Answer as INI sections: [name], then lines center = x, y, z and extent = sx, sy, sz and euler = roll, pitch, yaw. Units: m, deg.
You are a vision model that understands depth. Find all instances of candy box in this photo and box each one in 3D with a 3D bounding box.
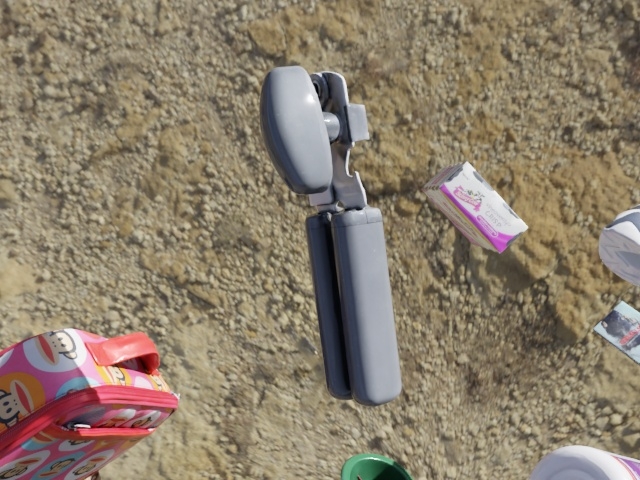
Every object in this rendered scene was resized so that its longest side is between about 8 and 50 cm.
[candy box]
center = 0.277, -0.062, 1.366
extent = 0.071, 0.233, 0.159
euler = -44, 92, 2

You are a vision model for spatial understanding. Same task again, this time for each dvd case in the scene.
[dvd case]
center = 0.611, 0.182, 1.450
extent = 0.087, 0.013, 0.119
euler = -41, 50, -6

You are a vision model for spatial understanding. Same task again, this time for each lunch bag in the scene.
[lunch bag]
center = -0.294, 0.195, 0.849
extent = 0.258, 0.293, 0.120
euler = -35, 72, 1

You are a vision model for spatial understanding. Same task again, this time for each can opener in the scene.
[can opener]
center = 0.000, 0.000, 0.611
extent = 0.095, 0.076, 0.283
euler = -9, 93, -33

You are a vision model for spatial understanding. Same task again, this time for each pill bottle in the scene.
[pill bottle]
center = 0.492, 0.455, 1.259
extent = 0.181, 0.323, 0.182
euler = -17, 62, 35

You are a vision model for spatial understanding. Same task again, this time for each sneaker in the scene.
[sneaker]
center = 0.428, 0.017, 0.761
extent = 0.153, 0.094, 0.235
euler = -39, 48, -17

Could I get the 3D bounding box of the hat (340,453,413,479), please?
[hat]
center = 0.109, 0.595, 1.630
extent = 0.208, 0.184, 0.173
euler = 13, 33, -19

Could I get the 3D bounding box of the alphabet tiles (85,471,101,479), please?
[alphabet tiles]
center = -0.491, 0.492, 1.411
extent = 0.009, 0.198, 0.237
euler = -4, 24, 14
